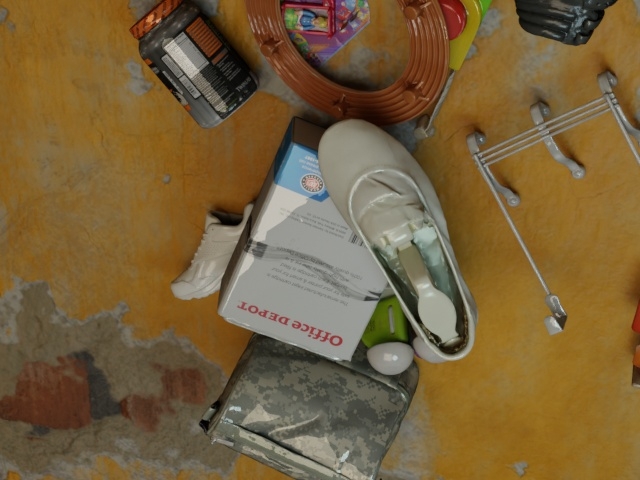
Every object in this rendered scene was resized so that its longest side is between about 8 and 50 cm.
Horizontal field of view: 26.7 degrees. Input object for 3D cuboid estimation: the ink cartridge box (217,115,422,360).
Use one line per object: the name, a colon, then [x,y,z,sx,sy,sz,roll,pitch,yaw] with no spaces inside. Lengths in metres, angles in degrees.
ink cartridge box: [0.000,0.000,2.063,0.223,0.129,0.307,21,112,-11]

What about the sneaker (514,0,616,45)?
sneaker: [0.394,-0.339,1.823,0.296,0.104,0.147,5,123,20]

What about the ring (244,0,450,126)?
ring: [0.028,-0.300,1.910,0.337,0.032,0.336,23,138,22]

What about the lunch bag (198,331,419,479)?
lunch bag: [-0.018,0.280,2.209,0.305,0.256,0.212,25,123,1]

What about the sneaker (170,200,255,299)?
sneaker: [-0.164,0.009,2.205,0.232,0.090,0.115,-33,100,20]

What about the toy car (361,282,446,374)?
toy car: [0.156,0.135,2.157,0.182,0.159,0.136,-17,150,23]

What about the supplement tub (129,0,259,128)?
supplement tub: [-0.190,-0.271,2.021,0.117,0.117,0.190,-32,106,29]

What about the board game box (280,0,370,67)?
board game box: [-0.014,-0.328,1.985,0.133,0.033,0.169,44,121,-12]

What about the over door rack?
over door rack: [0.383,-0.054,1.968,0.239,0.108,0.324,-24,89,27]

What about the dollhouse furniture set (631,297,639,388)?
dollhouse furniture set: [0.600,0.131,2.011,0.259,0.135,0.262,13,122,9]

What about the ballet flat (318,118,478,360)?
ballet flat: [0.127,0.008,1.928,0.139,0.139,0.400,-18,115,25]

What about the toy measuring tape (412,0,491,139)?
toy measuring tape: [0.158,-0.290,1.921,0.121,0.121,0.330,24,134,2]
